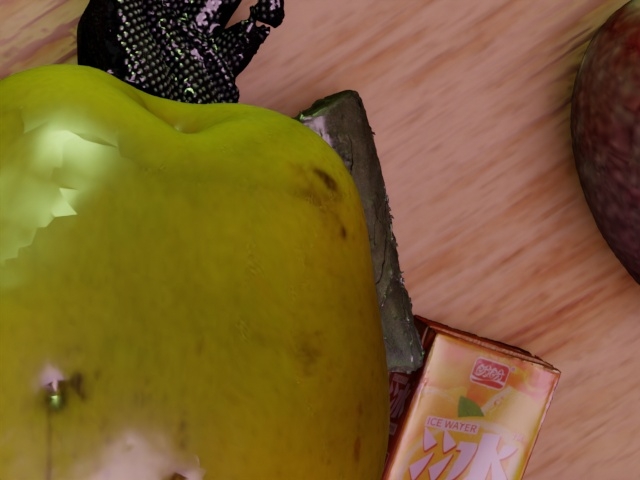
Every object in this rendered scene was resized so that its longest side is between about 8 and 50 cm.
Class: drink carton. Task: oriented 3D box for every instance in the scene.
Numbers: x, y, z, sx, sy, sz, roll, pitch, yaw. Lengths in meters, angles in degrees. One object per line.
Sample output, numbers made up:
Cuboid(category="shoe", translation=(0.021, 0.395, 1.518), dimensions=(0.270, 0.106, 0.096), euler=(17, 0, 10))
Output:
Cuboid(category="drink carton", translation=(0.074, 0.171, 1.327), dimensions=(0.096, 0.071, 0.223), euler=(19, 94, -14))

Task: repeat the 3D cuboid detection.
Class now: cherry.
Cuboid(category="cherry", translation=(0.283, -0.055, 1.278), dimensions=(0.230, 0.203, 0.300), euler=(-16, 116, -12))

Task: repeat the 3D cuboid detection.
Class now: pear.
Cuboid(category="pear", translation=(-0.141, 0.109, 1.118), dimensions=(0.362, 0.362, 0.418), euler=(17, 102, -16))

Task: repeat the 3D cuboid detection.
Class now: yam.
Cuboid(category="yam", translation=(0.000, 0.000, 1.267), dimensions=(0.107, 0.107, 0.183), euler=(-12, 99, -11))

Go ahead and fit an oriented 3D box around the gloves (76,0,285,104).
Cuboid(category="gloves", translation=(-0.094, -0.150, 1.234), dimensions=(0.129, 0.106, 0.181), euler=(18, 66, -17))
